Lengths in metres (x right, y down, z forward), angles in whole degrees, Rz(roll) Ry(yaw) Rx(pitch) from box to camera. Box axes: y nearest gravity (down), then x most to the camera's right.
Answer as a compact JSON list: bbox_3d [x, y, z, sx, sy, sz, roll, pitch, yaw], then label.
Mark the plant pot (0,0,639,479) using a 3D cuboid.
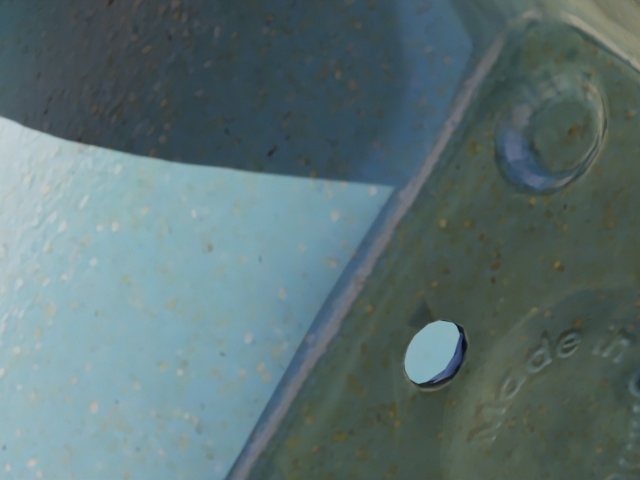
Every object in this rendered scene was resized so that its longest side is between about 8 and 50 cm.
[{"bbox_3d":[0.000,0.000,0.526,0.247,0.248,0.252,29,-177,-34],"label":"plant pot"}]
